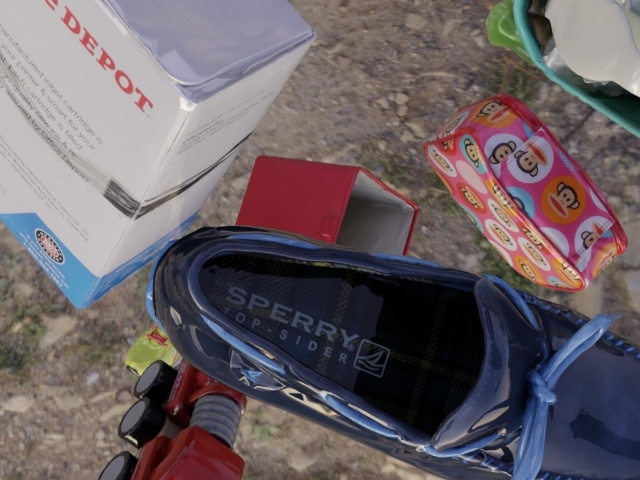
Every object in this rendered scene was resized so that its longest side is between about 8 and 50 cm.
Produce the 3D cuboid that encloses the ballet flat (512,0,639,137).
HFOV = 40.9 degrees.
[{"bbox_3d":[0.159,-0.048,0.324,0.087,0.247,0.083,-12,132,-29],"label":"ballet flat"}]

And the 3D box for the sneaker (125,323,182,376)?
[{"bbox_3d":[-0.236,0.137,1.375,0.081,0.208,0.094,26,133,21],"label":"sneaker"}]

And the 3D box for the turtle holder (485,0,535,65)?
[{"bbox_3d":[0.365,-0.394,1.190,0.243,0.320,0.227,-30,69,-6],"label":"turtle holder"}]

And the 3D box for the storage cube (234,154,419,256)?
[{"bbox_3d":[0.000,0.000,1.265,0.183,0.193,0.215,27,77,-51],"label":"storage cube"}]

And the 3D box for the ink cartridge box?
[{"bbox_3d":[-0.220,-0.153,0.834,0.285,0.395,0.166,49,51,4],"label":"ink cartridge box"}]

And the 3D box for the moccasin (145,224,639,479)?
[{"bbox_3d":[0.069,0.081,0.478,0.342,0.117,0.138,13,80,-11],"label":"moccasin"}]

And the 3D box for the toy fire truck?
[{"bbox_3d":[-0.102,0.216,0.985,0.246,0.217,0.158,-34,116,32],"label":"toy fire truck"}]

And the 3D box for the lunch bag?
[{"bbox_3d":[0.279,-0.063,1.241,0.120,0.258,0.293,-41,99,-10],"label":"lunch bag"}]
